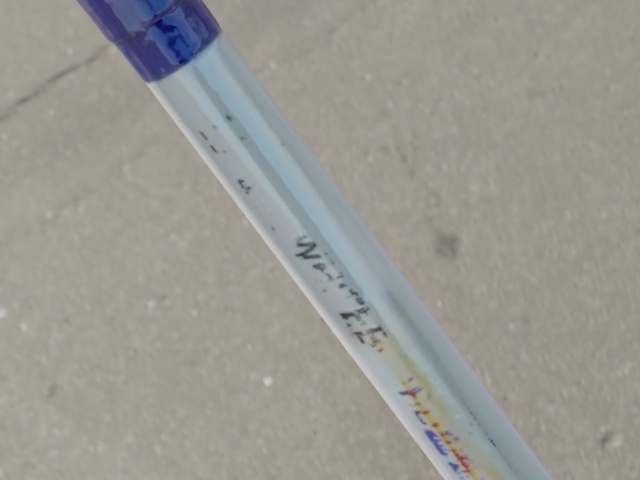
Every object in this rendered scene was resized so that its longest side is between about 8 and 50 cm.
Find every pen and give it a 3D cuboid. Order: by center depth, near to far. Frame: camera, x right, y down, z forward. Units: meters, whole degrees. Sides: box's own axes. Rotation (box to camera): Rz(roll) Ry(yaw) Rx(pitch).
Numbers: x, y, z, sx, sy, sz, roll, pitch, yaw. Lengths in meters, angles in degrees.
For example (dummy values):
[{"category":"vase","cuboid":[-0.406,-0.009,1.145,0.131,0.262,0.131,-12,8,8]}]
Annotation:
[{"category":"pen","cuboid":[0.000,0.000,0.559,0.033,0.269,0.033,-32,20,13]}]
